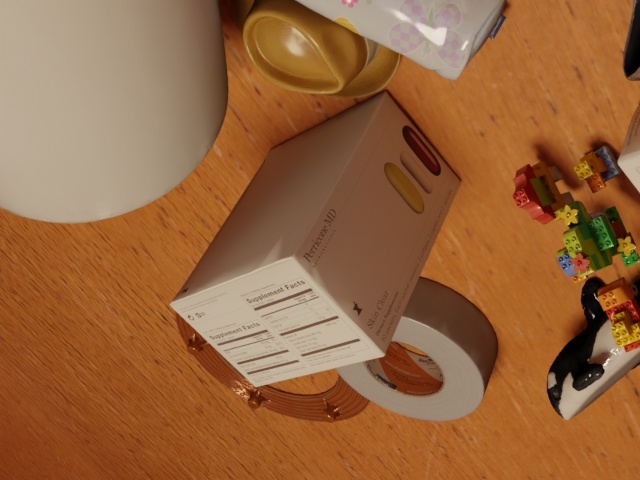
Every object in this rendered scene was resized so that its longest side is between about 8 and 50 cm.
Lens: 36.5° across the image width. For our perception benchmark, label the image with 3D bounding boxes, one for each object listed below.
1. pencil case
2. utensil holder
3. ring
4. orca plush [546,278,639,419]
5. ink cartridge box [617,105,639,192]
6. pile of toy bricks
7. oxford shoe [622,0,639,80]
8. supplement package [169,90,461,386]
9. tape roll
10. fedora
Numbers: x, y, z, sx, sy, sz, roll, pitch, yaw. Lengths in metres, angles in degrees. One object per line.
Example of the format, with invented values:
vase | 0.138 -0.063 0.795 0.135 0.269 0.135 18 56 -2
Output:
pencil case | 0.040 -0.251 0.867 0.273 0.113 0.124 27 114 3
utensil holder | -0.250 -0.235 0.850 0.327 0.328 0.385 19 154 13
ring | -0.077 0.177 1.481 0.336 0.032 0.337 17 140 14
orca plush | 0.321 0.084 1.077 0.102 0.151 0.287 52 151 23
ink cartridge box | 0.403 -0.076 0.851 0.217 0.092 0.158 -20 121 46
pile of toy bricks | 0.270 0.006 0.944 0.118 0.105 0.212 -35 76 43
oxford shoe | 0.261 -0.256 0.681 0.132 0.130 0.364 -12 131 11
supplement package | 0.000 0.000 1.049 0.204 0.262 0.145 -21 121 44
tape roll | 0.121 0.145 1.288 0.219 0.072 0.219 18 141 15
fedora | -0.015 -0.204 0.982 0.194 0.079 0.194 17 140 15
